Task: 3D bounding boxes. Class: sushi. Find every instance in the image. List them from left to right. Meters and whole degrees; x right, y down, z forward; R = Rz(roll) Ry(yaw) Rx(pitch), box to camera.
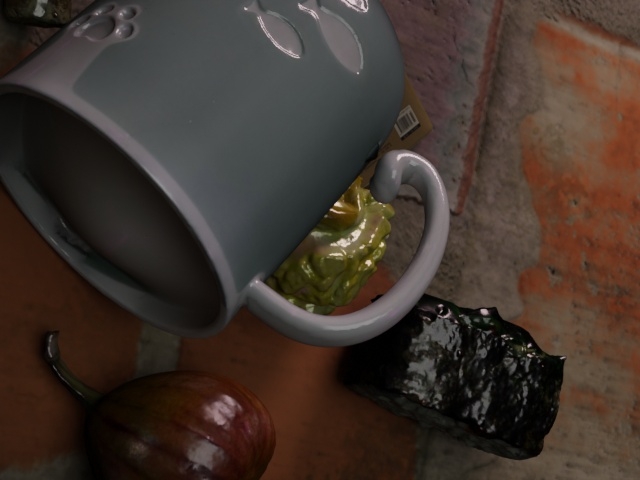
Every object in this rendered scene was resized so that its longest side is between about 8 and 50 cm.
[{"bbox_3d":[0.135,0.128,1.272,0.225,0.124,0.127,25,76,-25],"label":"sushi"}]

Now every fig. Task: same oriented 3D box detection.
[{"bbox_3d":[-0.137,0.179,1.089,0.202,0.149,0.148,3,129,-9],"label":"fig"}]

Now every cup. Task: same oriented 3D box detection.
[{"bbox_3d":[-0.049,-0.077,1.036,0.357,0.259,0.274,36,63,11],"label":"cup"}]

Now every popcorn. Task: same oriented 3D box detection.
[{"bbox_3d":[0.000,0.000,1.186,0.145,0.126,0.126,-42,121,-14],"label":"popcorn"}]

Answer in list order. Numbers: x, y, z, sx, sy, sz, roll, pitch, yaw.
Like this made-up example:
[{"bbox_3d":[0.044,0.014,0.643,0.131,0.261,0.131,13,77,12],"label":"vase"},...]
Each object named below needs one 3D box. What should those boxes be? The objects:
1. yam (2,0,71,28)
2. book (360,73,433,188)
[{"bbox_3d":[-0.231,-0.313,1.073,0.061,0.061,0.274,4,87,-33],"label":"yam"},{"bbox_3d":[0.021,-0.156,1.259,0.138,0.016,0.198,-39,110,-26],"label":"book"}]
